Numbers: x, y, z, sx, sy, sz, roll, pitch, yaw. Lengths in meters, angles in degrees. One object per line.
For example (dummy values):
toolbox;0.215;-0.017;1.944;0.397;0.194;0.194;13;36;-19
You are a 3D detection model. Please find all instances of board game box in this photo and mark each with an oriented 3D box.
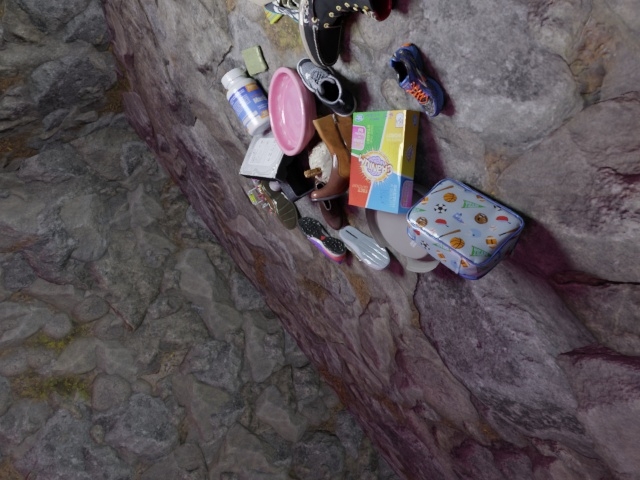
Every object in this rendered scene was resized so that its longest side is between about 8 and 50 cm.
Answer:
board game box;0.202;-0.261;1.394;0.242;0.064;0.317;17;109;51

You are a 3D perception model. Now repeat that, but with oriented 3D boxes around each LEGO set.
LEGO set;-0.308;-0.220;2.356;0.287;0.107;0.132;56;153;0

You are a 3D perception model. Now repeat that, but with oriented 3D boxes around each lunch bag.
lunch bag;0.423;-0.039;1.236;0.303;0.243;0.115;40;162;31

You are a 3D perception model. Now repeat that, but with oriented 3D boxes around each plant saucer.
plant saucer;-0.107;-0.506;1.663;0.332;0.084;0.332;37;134;52

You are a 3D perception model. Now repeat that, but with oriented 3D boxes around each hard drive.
hard drive;-0.237;-0.392;1.934;0.064;0.237;0.339;24;176;-38

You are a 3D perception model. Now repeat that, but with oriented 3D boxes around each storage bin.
storage bin;-0.123;-0.284;1.967;0.180;0.122;0.084;57;153;-2

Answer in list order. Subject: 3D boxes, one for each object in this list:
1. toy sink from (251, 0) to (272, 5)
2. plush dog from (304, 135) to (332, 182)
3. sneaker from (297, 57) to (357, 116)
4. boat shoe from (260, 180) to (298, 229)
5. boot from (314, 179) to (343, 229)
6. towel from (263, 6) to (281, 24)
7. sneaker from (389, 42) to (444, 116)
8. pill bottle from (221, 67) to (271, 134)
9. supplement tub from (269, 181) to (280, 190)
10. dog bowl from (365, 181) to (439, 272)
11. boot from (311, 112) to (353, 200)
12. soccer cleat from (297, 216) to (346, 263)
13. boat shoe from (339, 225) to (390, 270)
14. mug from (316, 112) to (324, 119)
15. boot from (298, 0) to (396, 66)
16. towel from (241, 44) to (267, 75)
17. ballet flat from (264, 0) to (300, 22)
toy sink;-0.203;-0.878;1.382;0.234;0.131;0.153;16;100;48
plush dog;0.022;-0.300;1.676;0.263;0.210;0.225;62;176;-13
sneaker;0.009;-0.537;1.428;0.268;0.101;0.153;46;-165;9
boat shoe;-0.213;-0.193;2.251;0.307;0.110;0.104;62;170;3
boot;0.032;-0.143;1.813;0.207;0.090;0.249;-77;-33;-77
towel;-0.200;-0.915;1.514;0.102;0.021;0.237;-7;113;54
sneaker;0.266;-0.443;1.198;0.221;0.087;0.083;56;154;-1
pill bottle;-0.321;-0.623;1.886;0.272;0.152;0.152;58;153;-4
supplement tub;-0.214;-0.301;2.153;0.071;0.071;0.107;56;154;-1
dog bowl;0.320;-0.057;1.522;0.348;0.102;0.349;39;149;29
boot;0.041;-0.301;1.511;0.096;0.264;0.281;-139;24;-76
soccer cleat;0.000;0.000;2.108;0.318;0.108;0.116;38;152;27
boat shoe;0.200;0.040;1.849;0.302;0.109;0.094;44;168;40
mug;-0.023;-0.477;1.680;0.062;0.078;0.064;-104;0;-70
boot;0.074;-0.672;1.215;0.284;0.138;0.378;34;139;36
towel;-0.283;-0.768;1.800;0.148;0.027;0.110;15;131;54
ballet flat;-0.110;-0.799;1.435;0.203;0.074;0.074;33;146;22
